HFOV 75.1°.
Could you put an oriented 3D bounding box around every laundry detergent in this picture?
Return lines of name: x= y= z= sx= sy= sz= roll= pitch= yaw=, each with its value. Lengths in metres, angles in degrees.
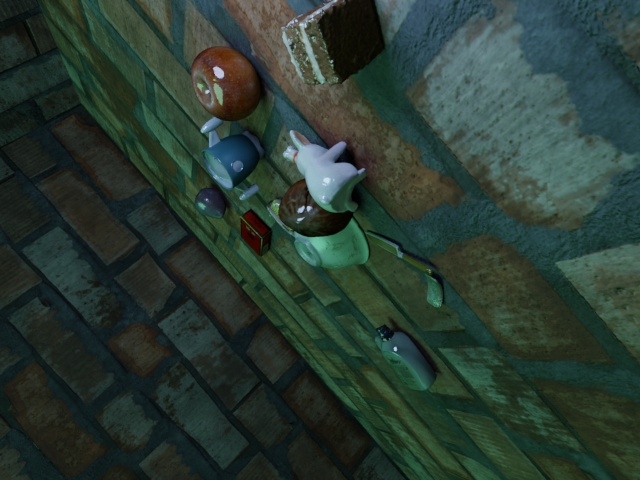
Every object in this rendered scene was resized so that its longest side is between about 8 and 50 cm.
laundry detergent: x=0.298 y=0.433 z=1.596 sx=0.281 sy=0.105 sz=0.215 roll=50 pitch=159 yaw=-8

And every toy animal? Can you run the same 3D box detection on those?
toy animal: x=0.007 y=-0.196 z=1.093 sx=0.141 sy=0.138 sz=0.283 roll=96 pitch=153 yaw=-49

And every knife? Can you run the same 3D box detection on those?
knife: x=0.223 y=0.028 z=1.198 sx=0.256 sy=0.022 sz=0.046 roll=34 pitch=160 yaw=41

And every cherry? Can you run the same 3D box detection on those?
cherry: x=-0.561 y=-0.190 z=2.124 sx=0.176 sy=0.140 sz=0.176 roll=22 pitch=165 yaw=6

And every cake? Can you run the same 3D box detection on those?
cake: x=0.018 y=-0.381 z=0.788 sx=0.147 sy=0.135 sz=0.135 roll=30 pitch=152 yaw=47

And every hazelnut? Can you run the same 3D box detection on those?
hazelnut: x=-0.014 y=-0.096 z=1.198 sx=0.211 sy=0.181 sz=0.181 roll=8 pitch=167 yaw=26

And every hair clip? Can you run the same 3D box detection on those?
hair clip: x=0.324 y=0.142 z=1.195 sx=0.054 sy=0.022 sz=0.137 roll=30 pitch=151 yaw=40

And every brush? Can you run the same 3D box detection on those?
brush: x=-0.087 y=-0.038 z=1.606 sx=0.313 sy=0.072 sz=0.067 roll=50 pitch=144 yaw=-6

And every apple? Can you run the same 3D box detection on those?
apple: x=-0.258 y=-0.437 z=1.167 sx=0.201 sy=0.162 sz=0.201 roll=35 pitch=142 yaw=33

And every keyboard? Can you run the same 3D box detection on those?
keyboard: x=0.037 y=-0.224 z=1.150 sx=0.053 sy=0.010 sz=0.155 roll=58 pitch=156 yaw=-19

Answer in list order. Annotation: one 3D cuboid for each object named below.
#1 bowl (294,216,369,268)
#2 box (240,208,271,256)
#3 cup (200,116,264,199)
bowl: x=0.000 y=0.000 z=1.400 sx=0.313 sy=0.146 sz=0.314 roll=40 pitch=155 yaw=23
box: x=-0.313 y=-0.032 z=2.010 sx=0.153 sy=0.074 sz=0.240 roll=48 pitch=157 yaw=12
cup: x=-0.289 y=-0.286 z=1.431 sx=0.167 sy=0.173 sz=0.300 roll=22 pitch=145 yaw=49
